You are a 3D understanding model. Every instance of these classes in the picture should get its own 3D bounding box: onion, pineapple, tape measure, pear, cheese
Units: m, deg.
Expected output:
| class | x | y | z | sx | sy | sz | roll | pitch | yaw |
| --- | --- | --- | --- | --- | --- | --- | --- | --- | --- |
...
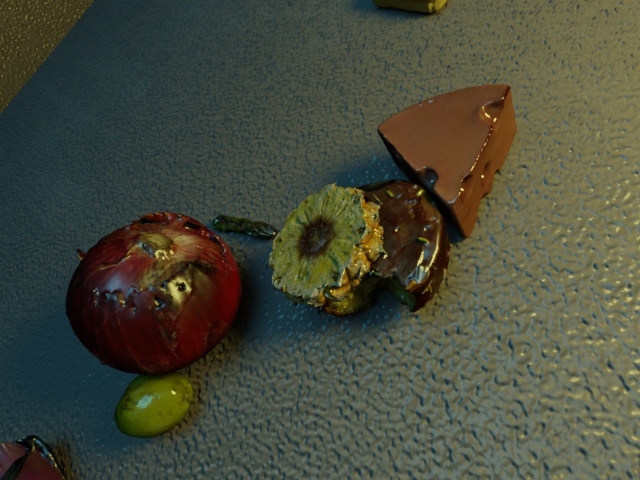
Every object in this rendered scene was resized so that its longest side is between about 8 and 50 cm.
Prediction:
| class | x | y | z | sx | sy | sz | roll | pitch | yaw |
| --- | --- | --- | --- | --- | --- | --- | --- | --- | --- |
| onion | -0.265 | 0.091 | 0.761 | 0.276 | 0.276 | 0.276 | -13 | 60 | 23 |
| pineapple | 0.000 | 0.000 | 0.660 | 0.221 | 0.047 | 0.221 | -24 | 47 | 29 |
| tape measure | -0.535 | 0.471 | 0.766 | 0.231 | 0.149 | 0.245 | 20 | 76 | 34 |
| pear | -0.276 | 0.269 | 0.755 | 0.131 | 0.107 | 0.107 | -19 | 58 | 12 |
| cheese | 0.214 | -0.143 | 0.680 | 0.177 | 0.128 | 0.203 | -38 | 52 | 7 |

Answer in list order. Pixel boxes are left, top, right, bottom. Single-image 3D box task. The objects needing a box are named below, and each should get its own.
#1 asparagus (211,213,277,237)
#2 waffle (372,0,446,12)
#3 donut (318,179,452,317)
| class | x | y | z | sx | sy | sz | roll | pitch | yaw |
| --- | --- | --- | --- | --- | --- | --- | --- | --- | --- |
| asparagus | -0.147 | -0.026 | 0.882 | 0.165 | 0.030 | 0.036 | 12 | 48 | 35 |
| waffle | 0.236 | -0.590 | 0.943 | 0.168 | 0.057 | 0.274 | 29 | 82 | 36 |
| donut | 0.084 | 0.017 | 0.681 | 0.230 | 0.096 | 0.216 | -27 | 46 | 25 |
